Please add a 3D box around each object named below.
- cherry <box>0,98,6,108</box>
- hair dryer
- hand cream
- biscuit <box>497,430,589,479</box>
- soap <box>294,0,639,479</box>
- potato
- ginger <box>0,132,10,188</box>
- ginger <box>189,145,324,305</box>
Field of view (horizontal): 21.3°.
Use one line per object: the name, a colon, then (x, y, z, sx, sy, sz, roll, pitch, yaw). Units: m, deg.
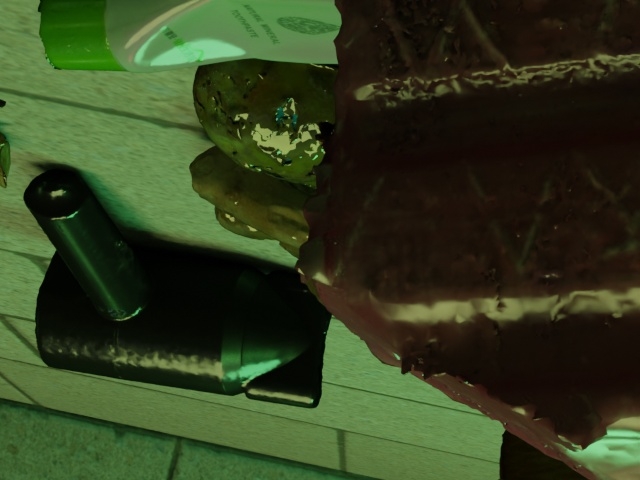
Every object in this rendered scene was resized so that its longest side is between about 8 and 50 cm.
cherry: (-0.261, -0.086, 0.806, 0.195, 0.195, 0.195, 12, 167, 3)
hair dryer: (-0.124, 0.032, 1.353, 0.244, 0.116, 0.302, 6, 159, 14)
hand cream: (0.004, -0.101, 0.799, 0.275, 0.050, 0.079, 4, -168, 17)
biscuit: (0.259, 0.126, 1.051, 0.305, 0.305, 0.038, 4, 125, 31)
soap: (0.159, -0.012, 0.644, 0.324, 0.220, 0.127, -3, 165, 23)
potato: (0.013, -0.050, 0.964, 0.119, 0.054, 0.198, -2, 161, 40)
ginger: (-0.234, -0.060, 1.200, 0.048, 0.030, 0.097, 48, 151, -18)
ginger: (-0.013, -0.008, 1.134, 0.149, 0.065, 0.258, 31, 174, 7)
